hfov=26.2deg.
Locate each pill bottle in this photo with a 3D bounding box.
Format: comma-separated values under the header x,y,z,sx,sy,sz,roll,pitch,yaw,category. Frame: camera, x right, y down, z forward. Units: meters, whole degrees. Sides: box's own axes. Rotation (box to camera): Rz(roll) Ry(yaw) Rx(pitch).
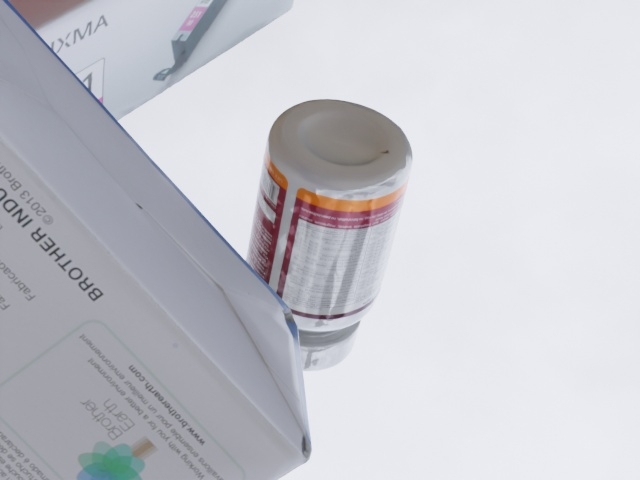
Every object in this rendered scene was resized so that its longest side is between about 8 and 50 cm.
x,y,z,sx,sy,sz,roll,pitch,yaw,category
0.000,0.000,1.174,0.121,0.221,0.121,7,-139,-6,pill bottle

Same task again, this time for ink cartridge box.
x,y,z,sx,sy,sz,roll,pitch,yaw,category
-0.109,-0.185,0.842,0.060,0.239,0.275,41,-124,18,ink cartridge box
-0.242,0.093,0.707,0.395,0.270,0.151,-36,-160,12,ink cartridge box
